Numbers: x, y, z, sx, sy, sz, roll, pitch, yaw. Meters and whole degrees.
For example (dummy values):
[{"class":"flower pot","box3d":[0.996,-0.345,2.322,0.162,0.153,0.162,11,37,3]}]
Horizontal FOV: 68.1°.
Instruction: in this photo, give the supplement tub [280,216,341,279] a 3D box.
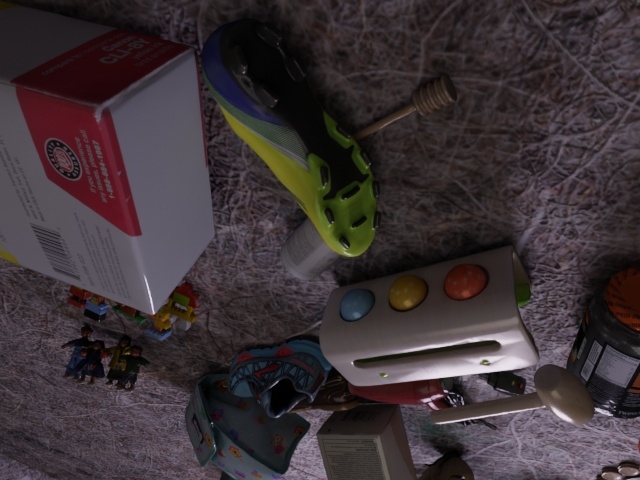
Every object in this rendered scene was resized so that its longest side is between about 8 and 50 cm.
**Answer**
[{"class":"supplement tub","box3d":[0.000,0.000,0.640,0.071,0.071,0.107,34,134,-15]}]

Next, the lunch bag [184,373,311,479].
[{"class":"lunch bag","box3d":[-0.184,0.420,1.048,0.262,0.160,0.223,31,138,3]}]

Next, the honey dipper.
[{"class":"honey dipper","box3d":[0.070,-0.131,0.522,0.160,0.031,0.030,-20,124,36]}]

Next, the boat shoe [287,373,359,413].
[{"class":"boat shoe","box3d":[-0.020,0.298,0.943,0.206,0.073,0.073,-16,89,26]}]

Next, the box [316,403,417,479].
[{"class":"box","box3d":[0.111,0.499,0.944,0.147,0.121,0.311,-10,96,27]}]

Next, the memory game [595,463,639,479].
[{"class":"memory game","box3d":[0.649,0.485,0.938,0.186,0.012,0.186,9,134,10]}]

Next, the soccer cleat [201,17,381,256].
[{"class":"soccer cleat","box3d":[-0.028,-0.105,0.535,0.121,0.093,0.289,9,138,56]}]

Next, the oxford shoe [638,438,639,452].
[{"class":"oxford shoe","box3d":[0.579,0.319,0.738,0.096,0.098,0.272,-1,132,19]}]

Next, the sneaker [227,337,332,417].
[{"class":"sneaker","box3d":[-0.098,0.268,0.890,0.261,0.125,0.104,-28,119,36]}]

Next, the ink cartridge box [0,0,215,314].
[{"class":"ink cartridge box","box3d":[-0.339,-0.109,0.555,0.384,0.160,0.279,17,136,10]}]

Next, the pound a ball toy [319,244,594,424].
[{"class":"pound a ball toy","box3d":[0.150,0.122,0.611,0.319,0.208,0.136,-17,126,32]}]

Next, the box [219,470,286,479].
[{"class":"box","box3d":[-0.174,0.767,1.446,0.182,0.056,0.231,-7,130,23]}]

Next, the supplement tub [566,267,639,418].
[{"class":"supplement tub","box3d":[0.395,0.132,0.606,0.116,0.117,0.191,4,133,14]}]

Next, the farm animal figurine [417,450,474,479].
[{"class":"farm animal figurine","box3d":[0.285,0.611,1.048,0.330,0.172,0.327,19,117,50]}]

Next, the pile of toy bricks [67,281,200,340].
[{"class":"pile of toy bricks","box3d":[-0.319,0.081,0.813,0.212,0.118,0.105,21,104,10]}]

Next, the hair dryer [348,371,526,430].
[{"class":"hair dryer","box3d":[0.193,0.286,0.847,0.293,0.080,0.224,14,136,6]}]

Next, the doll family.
[{"class":"doll family","box3d":[-0.458,0.247,1.006,0.192,0.112,0.076,12,170,-10]}]
